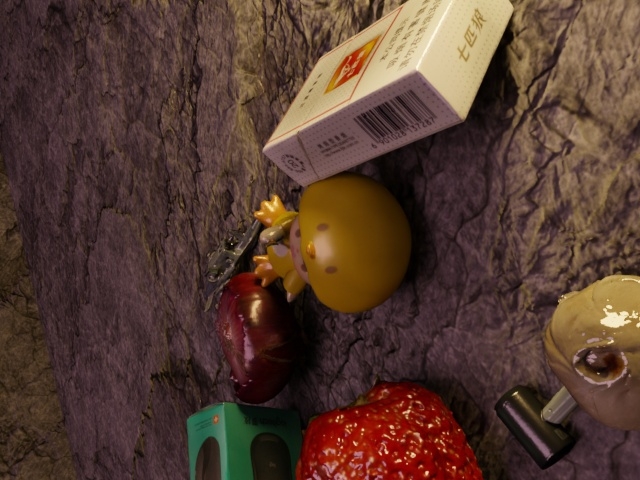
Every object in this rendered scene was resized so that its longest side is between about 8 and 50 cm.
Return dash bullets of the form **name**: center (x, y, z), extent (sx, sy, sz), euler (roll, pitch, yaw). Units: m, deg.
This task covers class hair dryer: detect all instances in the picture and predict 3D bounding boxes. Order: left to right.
- **hair dryer**: center (0.307, 0.189, 0.862), extent (0.100, 0.057, 0.198), euler (53, 126, 32)

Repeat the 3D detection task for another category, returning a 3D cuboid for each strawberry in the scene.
- **strawberry**: center (0.107, 0.348, 0.970), extent (0.277, 0.257, 0.257), euler (49, 134, 48)

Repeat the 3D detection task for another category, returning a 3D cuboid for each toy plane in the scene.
- **toy plane**: center (-0.188, 0.028, 1.435), extent (0.192, 0.088, 0.262), euler (-101, 31, -51)

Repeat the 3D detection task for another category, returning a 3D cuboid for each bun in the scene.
- **bun**: center (0.325, 0.122, 0.747), extent (0.173, 0.113, 0.167), euler (-6, 88, 39)

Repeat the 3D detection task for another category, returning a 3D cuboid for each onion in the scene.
- **onion**: center (-0.119, 0.184, 1.316), extent (0.248, 0.161, 0.248), euler (4, 94, 53)

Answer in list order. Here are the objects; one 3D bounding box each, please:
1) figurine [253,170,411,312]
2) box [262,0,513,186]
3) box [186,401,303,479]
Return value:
- **figurine**: center (0.000, 0.000, 1.114), extent (0.343, 0.187, 0.215), euler (4, 109, 58)
- **box**: center (0.079, -0.210, 0.938), extent (0.095, 0.210, 0.330), euler (40, 150, -22)
- **box**: center (-0.125, 0.467, 1.277), extent (0.118, 0.205, 0.311), euler (-32, 54, 36)
